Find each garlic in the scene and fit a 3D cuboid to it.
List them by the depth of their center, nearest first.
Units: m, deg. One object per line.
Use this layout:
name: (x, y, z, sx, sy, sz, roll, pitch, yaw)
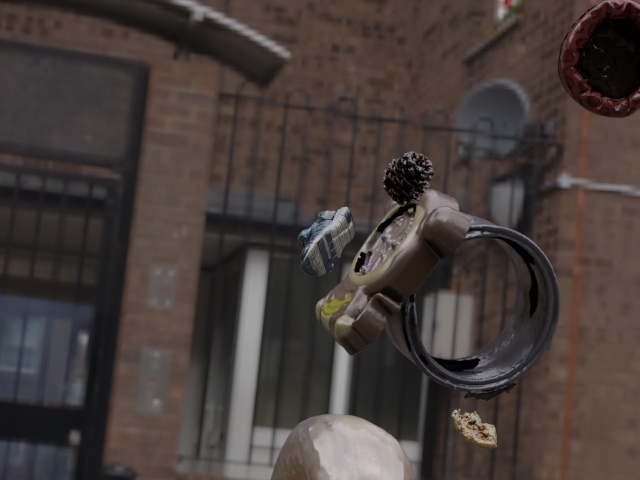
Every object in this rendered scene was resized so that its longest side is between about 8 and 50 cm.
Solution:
garlic: (-0.001, 0.220, 1.210, 0.148, 0.128, 0.266, -31, 4, -15)

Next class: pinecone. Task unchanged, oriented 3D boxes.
pinecone: (0.135, -0.095, 2.106, 0.077, 0.077, 0.083, 14, -31, -40)

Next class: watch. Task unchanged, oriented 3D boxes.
watch: (0.215, 0.110, 2.352, 0.327, 0.335, 0.314, 39, -2, -15)

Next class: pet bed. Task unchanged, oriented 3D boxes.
pet bed: (0.497, -0.303, 2.336, 0.201, 0.201, 0.053, 6, 8, -2)

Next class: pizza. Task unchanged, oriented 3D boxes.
pizza: (0.188, 0.229, 1.690, 0.083, 0.037, 0.016, 40, -18, 45)

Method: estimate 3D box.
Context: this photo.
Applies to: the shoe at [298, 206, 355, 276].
shoe: (0.000, 0.000, 2.114, 0.071, 0.143, 0.064, -1, -54, 29)
